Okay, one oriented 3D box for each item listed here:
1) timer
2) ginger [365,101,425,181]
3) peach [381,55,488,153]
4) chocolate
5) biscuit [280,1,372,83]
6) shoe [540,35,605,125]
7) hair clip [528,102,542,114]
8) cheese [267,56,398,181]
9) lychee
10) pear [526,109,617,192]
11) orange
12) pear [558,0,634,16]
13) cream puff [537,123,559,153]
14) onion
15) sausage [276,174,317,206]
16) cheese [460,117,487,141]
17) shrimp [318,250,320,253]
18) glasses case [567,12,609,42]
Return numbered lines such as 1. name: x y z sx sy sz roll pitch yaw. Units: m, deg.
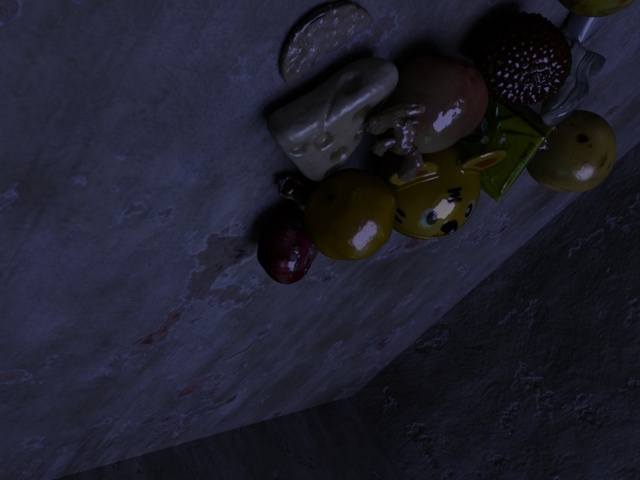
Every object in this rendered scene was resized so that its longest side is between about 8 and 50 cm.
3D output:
1. timer: 0.343 -0.176 1.779 0.377 0.375 0.387 -24 174 -20
2. ginger: 0.195 -0.250 1.486 0.150 0.065 0.258 0 141 10
3. peach: 0.315 -0.370 1.565 0.293 0.247 0.292 -14 173 -2
4. chocolate: 0.573 -0.334 1.887 0.137 0.288 0.300 -29 155 -35
5. biscuit: 0.001 -0.465 1.298 0.250 0.032 0.133 -35 154 3
6. shoe: 0.719 -0.506 1.770 0.342 0.211 0.132 -53 -179 -26
7. hair clip: 0.692 -0.492 1.924 0.173 0.113 0.281 5 97 -41
8. cheese: 0.052 -0.305 1.520 0.351 0.129 0.328 -33 158 -2
9. lychee: 0.554 -0.499 1.614 0.268 0.267 0.267 -27 152 -15
10. pear: 0.981 -0.347 2.264 0.349 0.348 0.348 -27 152 -15
11. orange: 0.087 -0.071 1.651 0.279 0.279 0.235 -41 130 12
12. pear: 0.706 -0.713 1.442 0.284 0.283 0.283 -27 152 -15
13. cream puff: 0.753 -0.407 2.099 0.245 0.196 0.244 -1 157 0
14. onion: -0.099 0.014 1.803 0.246 0.190 0.246 -60 167 -22
15. sausage: -0.024 -0.131 1.774 0.082 0.082 0.372 -43 151 17
16. cheese: 0.428 -0.362 1.782 0.176 0.203 0.090 7 104 -45
17. shrimp: 0.000 -0.001 2.008 0.146 0.061 0.267 -16 156 -29
18. glasses case: 0.872 -0.758 1.738 0.128 0.083 0.308 -21 151 -36
